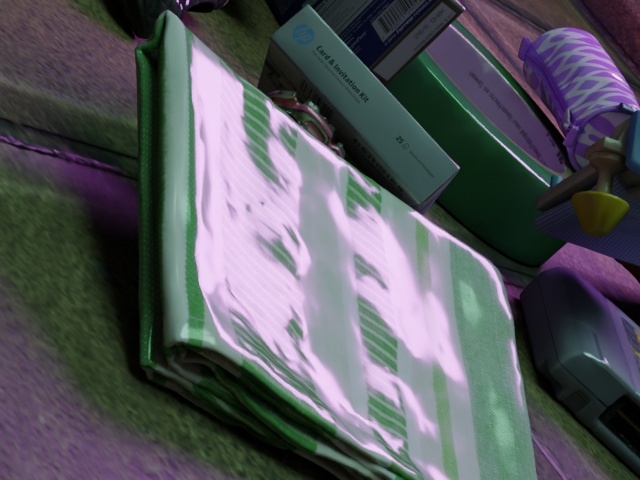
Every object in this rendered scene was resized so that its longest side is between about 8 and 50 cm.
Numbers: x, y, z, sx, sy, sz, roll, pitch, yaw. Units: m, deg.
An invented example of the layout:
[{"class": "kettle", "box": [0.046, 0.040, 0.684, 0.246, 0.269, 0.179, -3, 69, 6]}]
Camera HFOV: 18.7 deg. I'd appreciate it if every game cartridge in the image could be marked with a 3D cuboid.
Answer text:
[{"class": "game cartridge", "box": [0.283, 0.149, 1.590, 0.294, 0.060, 0.196, 42, 12, -16]}]

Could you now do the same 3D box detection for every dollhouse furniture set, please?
[{"class": "dollhouse furniture set", "box": [0.286, 0.058, 1.581, 0.303, 0.198, 0.286, 17, -19, -16]}]

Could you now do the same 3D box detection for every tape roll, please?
[{"class": "tape roll", "box": [0.121, -0.120, 1.776, 0.321, 0.077, 0.321, 43, 16, -15]}]

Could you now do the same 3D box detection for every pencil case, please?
[{"class": "pencil case", "box": [0.250, -0.131, 1.857, 0.088, 0.086, 0.206, 8, 27, -12]}]

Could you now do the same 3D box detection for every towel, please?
[{"class": "towel", "box": [0.018, 0.037, 1.090, 0.325, 0.038, 0.248, 34, 36, -38]}]

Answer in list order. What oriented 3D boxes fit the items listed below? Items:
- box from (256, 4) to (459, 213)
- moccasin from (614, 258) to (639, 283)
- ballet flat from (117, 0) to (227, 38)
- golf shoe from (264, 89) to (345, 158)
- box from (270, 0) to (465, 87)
[{"class": "box", "box": [0.018, -0.068, 1.310, 0.145, 0.038, 0.186, 48, -13, 5]}, {"class": "moccasin", "box": [0.375, 0.020, 1.890, 0.147, 0.139, 0.380, 30, -12, 27]}, {"class": "ballet flat", "box": [-0.107, -0.170, 1.389, 0.173, 0.057, 0.049, -26, 114, -73]}, {"class": "golf shoe", "box": [0.000, 0.000, 1.225, 0.186, 0.067, 0.086, 51, 53, -20]}, {"class": "box", "box": [0.025, -0.217, 1.647, 0.036, 0.136, 0.225, 31, 23, -42]}]
